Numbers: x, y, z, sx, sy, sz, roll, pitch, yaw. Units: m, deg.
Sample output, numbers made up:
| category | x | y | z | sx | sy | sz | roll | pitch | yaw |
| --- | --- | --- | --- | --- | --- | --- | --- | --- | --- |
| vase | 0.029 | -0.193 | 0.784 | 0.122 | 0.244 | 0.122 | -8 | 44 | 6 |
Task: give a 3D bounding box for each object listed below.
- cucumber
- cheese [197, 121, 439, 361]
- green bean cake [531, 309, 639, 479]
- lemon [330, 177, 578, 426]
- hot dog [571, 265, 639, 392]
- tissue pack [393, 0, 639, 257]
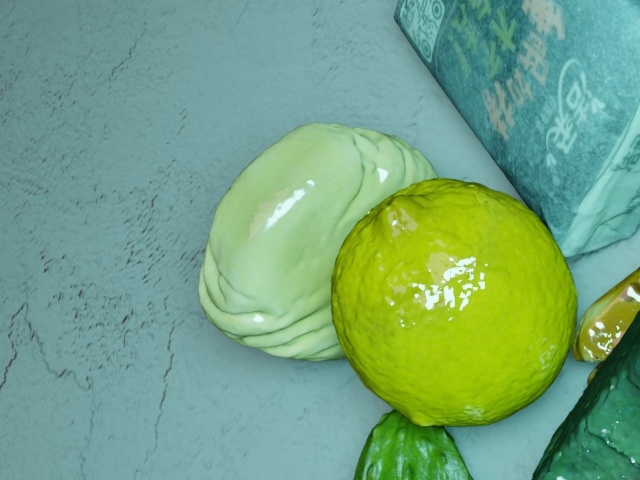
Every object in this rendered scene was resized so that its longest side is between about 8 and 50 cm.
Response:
| category | x | y | z | sx | sy | sz | roll | pitch | yaw |
| --- | --- | --- | --- | --- | --- | --- | --- | --- | --- |
| cucumber | 0.076 | 0.232 | 1.029 | 0.134 | 0.134 | 0.244 | -16 | 54 | 28 |
| cheese | 0.000 | 0.000 | 1.108 | 0.117 | 0.214 | 0.226 | 42 | 104 | 41 |
| green bean cake | 0.265 | 0.105 | 0.791 | 0.169 | 0.300 | 0.308 | 35 | 102 | 10 |
| lemon | 0.106 | 0.052 | 1.009 | 0.192 | 0.231 | 0.192 | -18 | 41 | 16 |
| hot dog | 0.308 | 0.038 | 0.976 | 0.269 | 0.072 | 0.109 | -41 | 57 | 16 |
| tissue pack | 0.186 | -0.177 | 1.058 | 0.315 | 0.103 | 0.228 | 60 | 148 | 34 |
